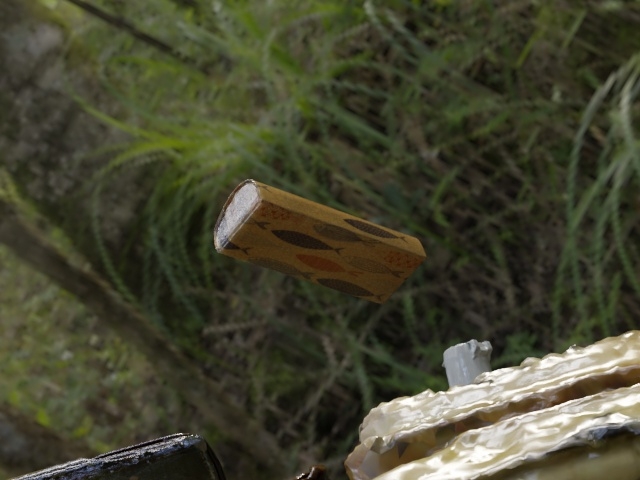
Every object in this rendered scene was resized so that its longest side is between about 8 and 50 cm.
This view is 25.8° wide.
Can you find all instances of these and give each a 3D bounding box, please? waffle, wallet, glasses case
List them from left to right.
[{"bbox_3d":[-0.170,0.202,0.928,0.031,0.232,0.122,-108,3,-67],"label":"wallet"},{"bbox_3d":[0.000,0.000,1.134,0.064,0.170,0.041,-50,40,30],"label":"glasses case"},{"bbox_3d":[0.173,0.240,0.768,0.114,0.261,0.376,-110,6,-67],"label":"waffle"}]

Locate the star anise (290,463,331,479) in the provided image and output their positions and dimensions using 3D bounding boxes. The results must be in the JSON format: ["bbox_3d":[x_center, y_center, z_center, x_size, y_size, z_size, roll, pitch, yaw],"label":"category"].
[{"bbox_3d":[-0.015,0.242,1.064,0.288,0.288,0.088,-79,-23,-69],"label":"star anise"}]

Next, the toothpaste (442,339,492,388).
[{"bbox_3d":[0.157,0.240,1.194,0.058,0.056,0.314,-30,62,36],"label":"toothpaste"}]
